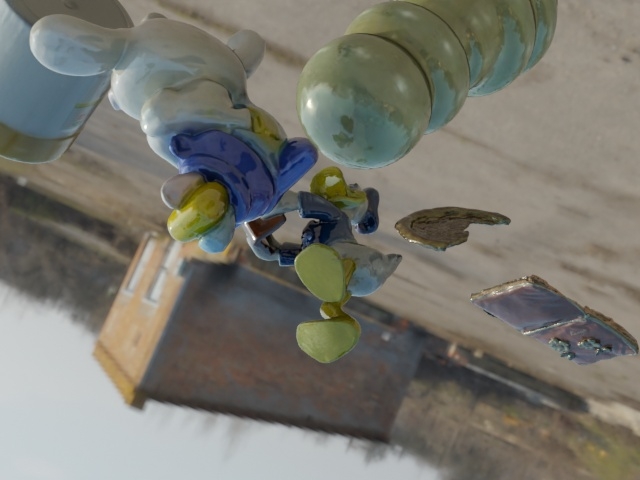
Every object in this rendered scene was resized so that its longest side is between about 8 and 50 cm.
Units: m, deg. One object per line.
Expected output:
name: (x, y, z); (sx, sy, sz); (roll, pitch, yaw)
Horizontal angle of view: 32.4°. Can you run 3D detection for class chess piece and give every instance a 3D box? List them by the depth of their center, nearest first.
chess piece: (0.099, -0.190, 1.135); (0.182, 0.330, 0.182); (21, 131, 26)

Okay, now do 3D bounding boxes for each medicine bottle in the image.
medicine bottle: (-0.430, -0.275, 1.660); (0.237, 0.232, 0.238); (31, -148, -22)

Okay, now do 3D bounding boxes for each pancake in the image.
pancake: (0.206, -0.019, 1.696); (0.184, 0.020, 0.190); (4, -159, 3)

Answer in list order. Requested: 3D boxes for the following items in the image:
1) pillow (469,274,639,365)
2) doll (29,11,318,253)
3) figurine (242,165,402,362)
pillow: (0.329, 0.113, 1.540); (0.232, 0.043, 0.126); (29, 146, -26)
doll: (-0.149, -0.138, 1.401); (0.376, 0.366, 0.187); (-17, 158, -35)
figurine: (0.000, 0.000, 1.803); (0.283, 0.205, 0.338); (21, -146, 15)
